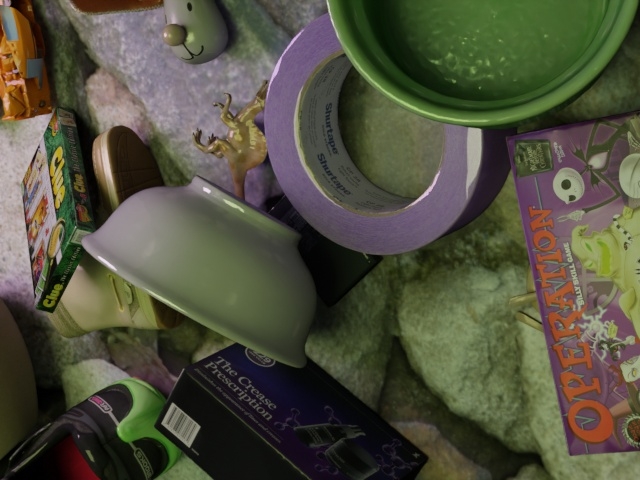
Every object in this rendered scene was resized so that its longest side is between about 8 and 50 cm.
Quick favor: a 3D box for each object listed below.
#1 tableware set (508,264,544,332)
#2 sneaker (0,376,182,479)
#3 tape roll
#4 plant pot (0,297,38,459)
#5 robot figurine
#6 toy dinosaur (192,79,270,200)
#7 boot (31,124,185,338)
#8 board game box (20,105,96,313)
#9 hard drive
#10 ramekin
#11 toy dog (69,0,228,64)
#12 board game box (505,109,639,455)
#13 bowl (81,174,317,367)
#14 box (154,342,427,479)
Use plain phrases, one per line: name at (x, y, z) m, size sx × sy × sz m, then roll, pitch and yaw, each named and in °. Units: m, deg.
tableware set at (0.301, 0.074, 1.667) m, size 0.194 × 0.039 × 0.128 m, roll 28°, pitch 116°, yaw 24°
sneaker at (-0.385, 0.345, 2.084) m, size 0.185 × 0.202 × 0.483 m, roll 52°, pitch 123°, yaw 11°
tape roll at (0.075, -0.126, 1.727) m, size 0.274 × 0.090 × 0.275 m, roll 9°, pitch 107°, yaw 31°
plant pot at (-0.489, 0.218, 2.091) m, size 0.191 × 0.284 × 0.284 m, roll 49°, pitch 124°, yaw -5°
robot figurine at (-0.441, -0.293, 2.014) m, size 0.211 × 0.085 × 0.291 m, roll -7°, pitch 100°, yaw 33°
toy dinosaur at (-0.103, -0.108, 1.868) m, size 0.092 × 0.053 × 0.183 m, roll 22°, pitch 114°, yaw 25°
boot at (-0.287, -0.005, 1.994) m, size 0.203 × 0.095 × 0.262 m, roll -9°, pitch 101°, yaw 36°
board game box at (-0.330, -0.043, 1.949) m, size 0.136 × 0.030 × 0.260 m, roll -57°, pitch 31°, yaw 27°
hard drive at (0.000, 0.000, 1.850) m, size 0.135 × 0.022 × 0.094 m, roll 52°, pitch 124°, yaw 10°
ramekin at (0.165, -0.252, 1.539) m, size 0.303 × 0.148 × 0.304 m, roll -1°, pitch 85°, yaw 12°
toy dog at (-0.227, -0.365, 1.809) m, size 0.334 × 0.161 × 0.220 m, roll 45°, pitch 123°, yaw 14°
board game box at (0.321, 0.043, 1.599) m, size 0.208 × 0.056 × 0.347 m, roll -10°, pitch 94°, yaw 37°
bowl at (-0.114, 0.016, 1.787) m, size 0.297 × 0.298 × 0.134 m, roll 30°, pitch 92°, yaw 23°
box at (-0.034, 0.237, 1.840) m, size 0.261 × 0.184 × 0.103 m, roll 38°, pitch 118°, yaw 18°
